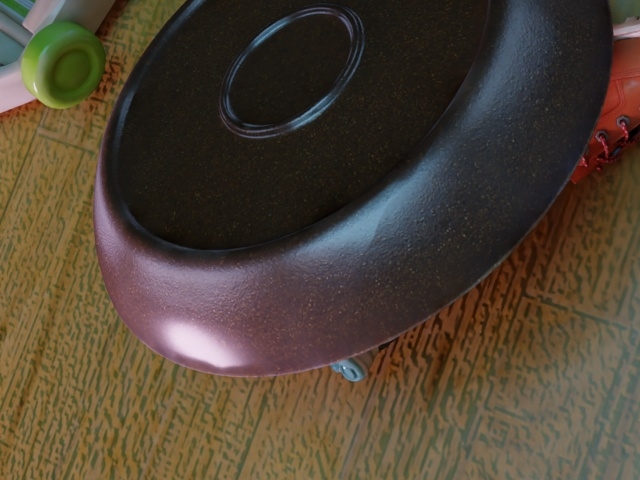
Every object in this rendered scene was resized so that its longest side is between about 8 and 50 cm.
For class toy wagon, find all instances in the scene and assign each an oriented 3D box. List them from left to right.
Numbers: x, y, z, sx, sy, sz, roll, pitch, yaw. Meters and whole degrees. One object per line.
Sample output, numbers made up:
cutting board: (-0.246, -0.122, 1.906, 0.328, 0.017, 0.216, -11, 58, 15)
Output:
toy wagon: (-0.197, -0.255, 0.777, 0.267, 0.068, 0.344, 36, 94, 30)

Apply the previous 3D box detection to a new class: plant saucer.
plant saucer: (-0.006, -0.077, 0.579, 0.311, 0.050, 0.310, -20, 48, 24)

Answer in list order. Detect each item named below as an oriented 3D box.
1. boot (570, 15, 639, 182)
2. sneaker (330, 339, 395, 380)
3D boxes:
boot: (0.154, -0.068, 0.551, 0.158, 0.059, 0.084, 5, 82, 37)
sneaker: (0.000, 0.000, 0.619, 0.076, 0.065, 0.166, -35, 61, -7)
